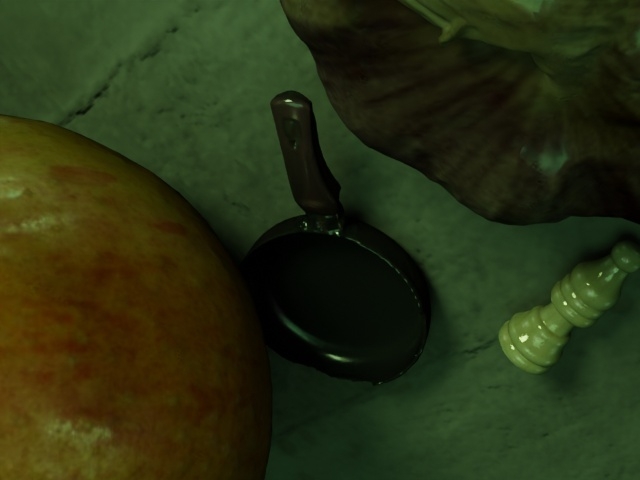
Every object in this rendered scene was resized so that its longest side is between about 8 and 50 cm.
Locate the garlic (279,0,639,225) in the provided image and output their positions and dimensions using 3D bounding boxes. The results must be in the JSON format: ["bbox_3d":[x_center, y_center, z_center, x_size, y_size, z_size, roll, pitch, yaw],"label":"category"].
[{"bbox_3d":[0.097,-0.103,0.451,0.245,0.160,0.245,5,124,8],"label":"garlic"}]

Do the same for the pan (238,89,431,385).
[{"bbox_3d":[0.001,-0.003,0.644,0.115,0.040,0.212,6,136,17],"label":"pan"}]

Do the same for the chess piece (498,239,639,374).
[{"bbox_3d":[0.136,0.032,0.629,0.035,0.035,0.092,35,127,-8],"label":"chess piece"}]

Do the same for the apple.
[{"bbox_3d":[-0.181,0.081,0.607,0.275,0.299,0.299,10,146,-42],"label":"apple"}]
